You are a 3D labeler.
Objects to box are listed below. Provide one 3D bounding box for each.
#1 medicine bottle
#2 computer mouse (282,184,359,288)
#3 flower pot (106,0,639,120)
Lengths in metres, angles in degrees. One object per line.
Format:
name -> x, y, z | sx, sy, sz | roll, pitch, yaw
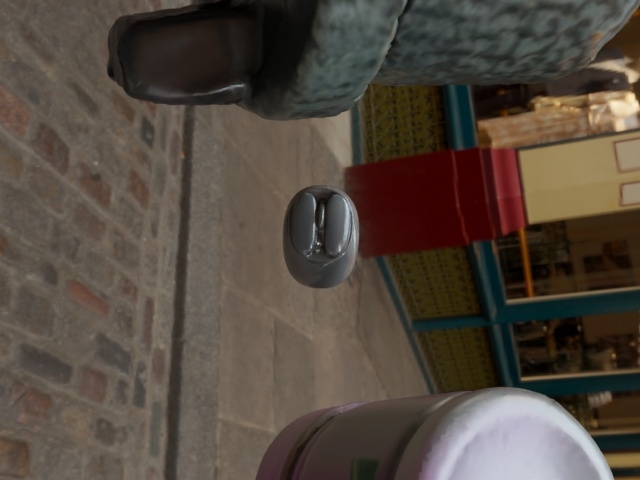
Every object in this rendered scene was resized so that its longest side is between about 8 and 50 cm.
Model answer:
medicine bottle -> 0.085, 0.252, 0.663 | 0.325, 0.211, 0.212 | -29, -123, 60
computer mouse -> 0.000, 0.002, 0.603 | 0.039, 0.065, 0.096 | -85, 179, -55
flower pot -> 0.011, -0.220, 0.393 | 0.299, 0.282, 0.299 | 172, -90, -72
